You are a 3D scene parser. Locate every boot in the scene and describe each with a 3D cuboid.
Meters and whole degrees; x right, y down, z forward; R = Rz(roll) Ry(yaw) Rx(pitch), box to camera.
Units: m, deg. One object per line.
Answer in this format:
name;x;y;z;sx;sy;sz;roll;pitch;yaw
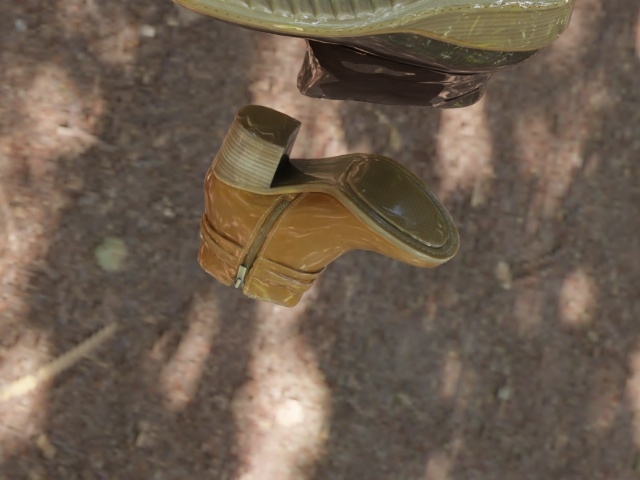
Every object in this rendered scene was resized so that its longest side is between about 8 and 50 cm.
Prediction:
boot;0.011;-0.117;0.854;0.249;0.207;0.090;-1;74;-15
boot;0.000;0.000;1.155;0.073;0.197;0.152;-43;160;-47
